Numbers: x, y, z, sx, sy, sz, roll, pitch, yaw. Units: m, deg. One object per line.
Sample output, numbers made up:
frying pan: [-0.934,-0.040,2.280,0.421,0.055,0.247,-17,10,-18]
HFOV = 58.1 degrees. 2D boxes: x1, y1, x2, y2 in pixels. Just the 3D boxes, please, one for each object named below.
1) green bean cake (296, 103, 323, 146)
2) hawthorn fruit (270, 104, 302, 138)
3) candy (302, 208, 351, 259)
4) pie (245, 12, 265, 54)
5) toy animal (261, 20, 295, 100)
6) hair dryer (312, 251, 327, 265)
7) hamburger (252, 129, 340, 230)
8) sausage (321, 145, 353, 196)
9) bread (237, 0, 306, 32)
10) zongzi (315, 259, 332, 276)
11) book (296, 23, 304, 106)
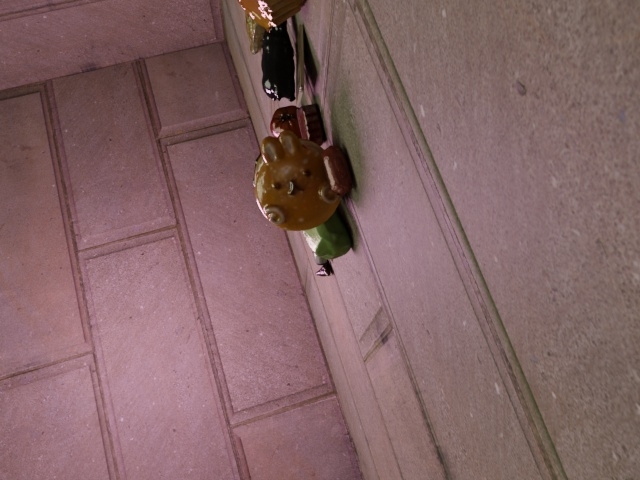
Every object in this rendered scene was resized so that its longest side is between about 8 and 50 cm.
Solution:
green bean cake: [-0.031,-0.361,1.824,0.135,0.056,0.135,-140,34,-76]
hawthorn fruit: [-0.112,-0.400,2.032,0.138,0.132,0.133,70,-178,-72]
candy: [-0.004,-0.092,1.901,0.132,0.142,0.343,107,147,-46]
pie: [-0.247,-0.852,2.239,0.248,0.090,0.201,110,155,-75]
toy animal: [-0.134,-0.607,1.799,0.168,0.106,0.343,-83,-9,-75]
hair dryer: [0.000,-0.013,2.348,0.199,0.067,0.167,-91,1,-59]
hamburger: [-0.072,-0.178,1.678,0.186,0.261,0.303,-105,5,-71]
sausage: [0.047,-0.191,1.582,0.076,0.076,0.141,130,125,-80]
bread: [-0.160,-0.705,1.541,0.274,0.149,0.274,43,172,8]
zongzi: [0.024,0.130,2.378,0.083,0.067,0.073,108,157,-44]
book: [-0.062,-0.520,1.733,0.168,0.013,0.192,136,134,-81]
